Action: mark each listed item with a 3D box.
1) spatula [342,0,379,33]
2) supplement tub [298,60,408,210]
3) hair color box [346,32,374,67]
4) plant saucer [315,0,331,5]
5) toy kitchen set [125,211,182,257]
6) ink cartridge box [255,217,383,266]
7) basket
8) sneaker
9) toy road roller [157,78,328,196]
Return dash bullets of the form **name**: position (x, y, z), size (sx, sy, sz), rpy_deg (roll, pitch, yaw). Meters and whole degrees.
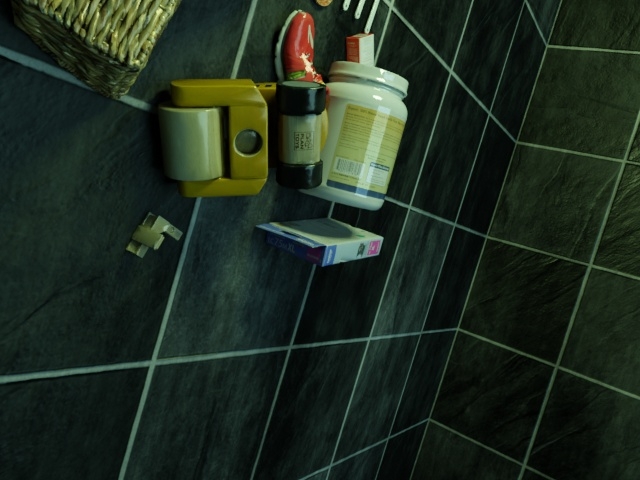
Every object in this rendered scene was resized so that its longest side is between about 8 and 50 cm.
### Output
- **spatula**: position (0.130, -0.662, 1.388), size (0.168, 0.019, 0.241), rpy_deg (21, 86, -58)
- **supplement tub**: position (0.079, -0.248, 1.330), size (0.228, 0.229, 0.315), rpy_deg (5, 102, -57)
- **hair color box**: position (0.105, -0.462, 1.433), size (0.072, 0.043, 0.141), rpy_deg (-35, 132, -43)
- **plant saucer**: position (0.006, -0.581, 1.253), size (0.083, 0.013, 0.083), rpy_deg (-30, 130, -45)
- **toy kitchen set**: position (-0.303, 0.005, 1.038), size (0.083, 0.068, 0.075), rpy_deg (-62, 147, -13)
- **ink cartridge box**: position (0.000, 0.000, 1.378), size (0.311, 0.186, 0.065), rpy_deg (-5, 111, -55)
- **basket**: position (-0.310, -0.395, 0.804), size (0.214, 0.223, 0.299), rpy_deg (30, 79, -24)
- **sneaker**: position (-0.030, -0.358, 1.215), size (0.107, 0.119, 0.278), rpy_deg (-24, 125, -50)
- **toy road roller**: position (-0.147, -0.221, 1.086), size (0.330, 0.240, 0.202), rpy_deg (-5, 116, -15)
